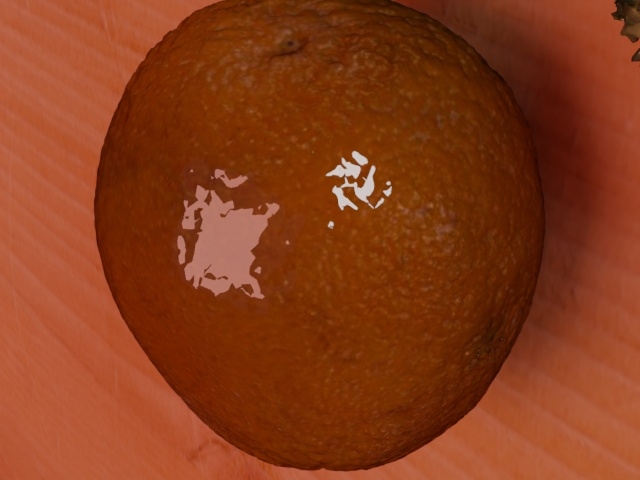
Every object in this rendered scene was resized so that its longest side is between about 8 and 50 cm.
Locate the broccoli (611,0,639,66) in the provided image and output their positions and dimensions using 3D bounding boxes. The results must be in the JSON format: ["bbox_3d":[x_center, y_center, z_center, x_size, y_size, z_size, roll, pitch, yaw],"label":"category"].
[{"bbox_3d":[0.298,-0.023,0.639,0.361,0.221,0.252,59,152,-6],"label":"broccoli"}]

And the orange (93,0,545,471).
[{"bbox_3d":[0.000,0.000,0.939,0.322,0.322,0.357,34,142,38],"label":"orange"}]
